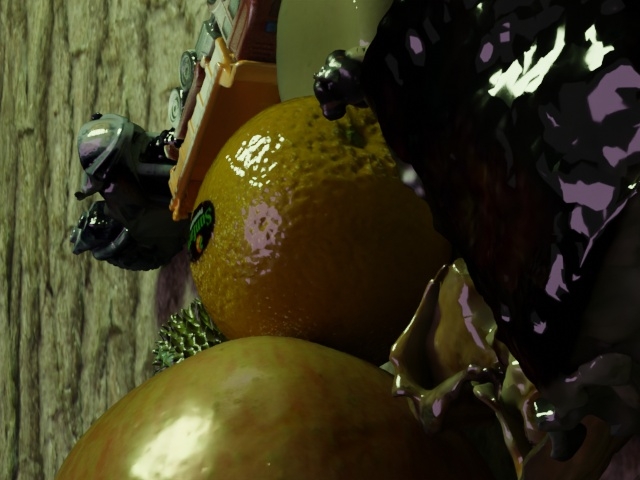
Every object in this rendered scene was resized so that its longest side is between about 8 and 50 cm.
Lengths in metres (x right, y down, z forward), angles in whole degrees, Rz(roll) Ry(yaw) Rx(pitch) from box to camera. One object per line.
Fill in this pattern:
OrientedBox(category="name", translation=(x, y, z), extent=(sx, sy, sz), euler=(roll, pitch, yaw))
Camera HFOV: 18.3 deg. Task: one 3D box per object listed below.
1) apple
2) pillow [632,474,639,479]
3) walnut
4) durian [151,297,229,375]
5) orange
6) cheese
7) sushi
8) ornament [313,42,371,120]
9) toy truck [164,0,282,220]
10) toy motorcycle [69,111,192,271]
OrientedBox(category="apple", translation=(-0.037, 0.263, 1.513), extent=(0.391, 0.391, 0.346), euler=(132, 143, -54))
OrientedBox(category="pillow", translation=(0.259, 0.178, 1.256), extent=(0.208, 0.053, 0.119), euler=(129, 137, -57))
OrientedBox(category="walnut", translation=(0.167, 0.067, 1.356), extent=(0.238, 0.141, 0.204), euler=(31, 105, 62))
OrientedBox(category="durian", translation=(-0.108, 0.113, 1.976), extent=(0.220, 0.095, 0.137), euler=(24, 112, 56))
OrientedBox(category="orange", translation=(0.000, 0.000, 1.614), extent=(0.236, 0.236, 0.236), euler=(180, 90, -64))
OrientedBox(category="cheese", translation=(0.034, -0.166, 1.685), extent=(0.202, 0.091, 0.175), euler=(-168, 78, -64))
OrientedBox(category="sushi", translation=(0.200, -0.066, 1.108), extent=(0.281, 0.299, 0.294), euler=(96, 156, -48))
OrientedBox(category="ornament", translation=(0.088, -0.143, 1.395), extent=(0.166, 0.196, 0.153), euler=(86, 174, -72))
OrientedBox(category="toy truck", translation=(-0.071, -0.147, 1.876), extent=(0.135, 0.114, 0.270), euler=(-112, 33, -44))
OrientedBox(category="toy motorcycle", translation=(-0.203, -0.050, 2.107), extent=(0.270, 0.159, 0.106), euler=(-48, 26, 52))
